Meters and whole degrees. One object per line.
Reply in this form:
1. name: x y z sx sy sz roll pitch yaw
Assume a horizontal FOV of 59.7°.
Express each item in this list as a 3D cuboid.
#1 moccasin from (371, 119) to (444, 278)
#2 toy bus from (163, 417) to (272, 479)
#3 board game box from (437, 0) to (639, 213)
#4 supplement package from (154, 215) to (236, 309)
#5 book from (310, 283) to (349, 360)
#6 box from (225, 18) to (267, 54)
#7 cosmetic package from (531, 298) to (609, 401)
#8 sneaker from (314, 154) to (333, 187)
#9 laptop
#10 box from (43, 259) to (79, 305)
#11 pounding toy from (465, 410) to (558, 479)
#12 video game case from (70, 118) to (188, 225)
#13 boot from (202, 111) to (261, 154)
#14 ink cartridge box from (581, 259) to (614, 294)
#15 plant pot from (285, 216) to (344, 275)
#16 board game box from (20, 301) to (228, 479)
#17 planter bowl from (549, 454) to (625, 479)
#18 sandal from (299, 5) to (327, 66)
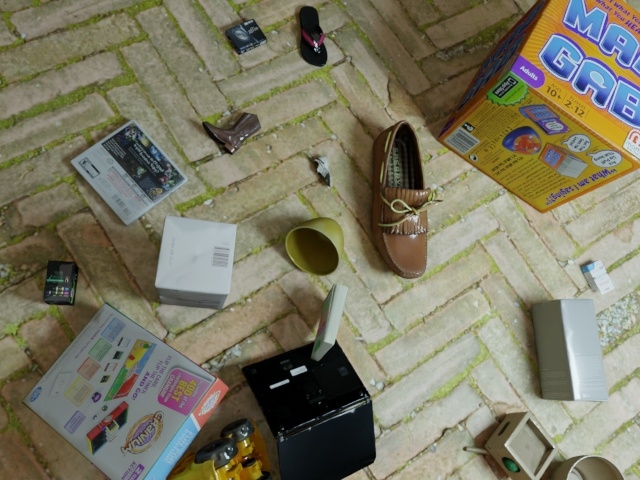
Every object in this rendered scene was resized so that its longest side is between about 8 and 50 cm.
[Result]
1. moccasin: 0.204 -0.099 1.326 0.139 0.147 0.380 6 74 -12
2. toy bus: -0.219 0.461 1.074 0.211 0.220 0.149 -21 91 14
3. board game box: 0.581 -0.347 1.373 0.356 0.356 0.356 34 70 -4
4. supplement package: -0.250 0.054 1.121 0.134 0.244 0.139 7 75 -11
5. book: 0.018 0.178 1.214 0.035 0.096 0.144 21 52 -8
6. box: -0.187 -0.514 1.404 0.083 0.018 0.067 -31 85 -19
7. cosmetic package: 0.595 0.263 1.343 0.107 0.127 0.238 4 77 -13
8. sneaker: 0.008 -0.165 1.360 0.037 0.032 0.083 -15 75 -3
9. laptop: -0.020 0.375 1.194 0.234 0.136 0.264 -14 54 -30
10. box: -0.529 0.088 1.139 0.052 0.062 0.083 4 75 -14
11. pounding toy: 0.436 0.476 1.274 0.141 0.100 0.130 -38 88 -30
12. video game case: -0.426 -0.155 1.250 0.173 0.022 0.190 -41 88 -19
13. boot: -0.208 -0.276 1.327 0.106 0.037 0.114 45 73 -14
14. ink cartridge box: 0.731 0.099 1.469 0.048 0.028 0.083 -21 81 -18
15. plant pot: 0.000 0.000 1.272 0.134 0.134 0.095 39 43 -2
16. board game box: -0.368 0.291 1.047 0.316 0.064 0.242 26 68 26
17. planter bowl: 0.595 0.568 1.271 0.162 0.109 0.162 4 75 -14
18. sandal: -0.021 -0.533 1.439 0.067 0.040 0.179 -7 78 -16
